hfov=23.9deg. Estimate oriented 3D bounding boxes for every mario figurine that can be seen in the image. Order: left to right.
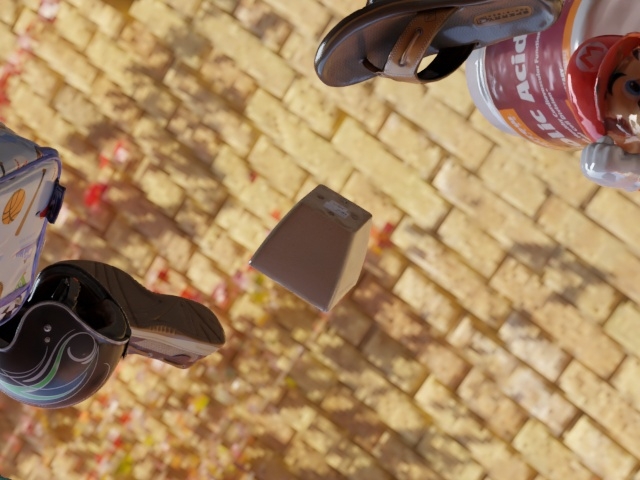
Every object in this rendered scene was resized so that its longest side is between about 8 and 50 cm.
[{"bbox_3d":[0.376,-0.109,1.444,0.320,0.170,0.198,33,-149,22],"label":"mario figurine"}]

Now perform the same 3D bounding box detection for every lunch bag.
[{"bbox_3d":[-0.380,0.017,1.508,0.115,0.243,0.303,27,-155,16],"label":"lunch bag"}]

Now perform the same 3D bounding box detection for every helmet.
[{"bbox_3d":[-0.332,0.125,1.844,0.169,0.161,0.169,43,-163,-16],"label":"helmet"}]

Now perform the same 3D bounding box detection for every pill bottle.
[{"bbox_3d":[0.331,-0.220,1.835,0.224,0.224,0.392,27,175,-15],"label":"pill bottle"}]

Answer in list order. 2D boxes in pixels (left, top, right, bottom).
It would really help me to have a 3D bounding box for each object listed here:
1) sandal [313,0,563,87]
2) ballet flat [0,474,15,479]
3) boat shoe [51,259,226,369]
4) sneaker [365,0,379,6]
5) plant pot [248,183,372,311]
[{"bbox_3d":[0.097,-0.164,1.267,0.090,0.219,0.060,55,-152,-60],"label":"sandal"},{"bbox_3d":[-0.371,0.266,1.508,0.241,0.077,0.091,22,-149,-18],"label":"ballet flat"},{"bbox_3d":[-0.311,0.133,2.389,0.342,0.123,0.123,20,-143,-42],"label":"boat shoe"},{"bbox_3d":[0.087,-0.231,1.553,0.086,0.085,0.237,20,-159,3],"label":"sneaker"},{"bbox_3d":[0.000,0.000,1.735,0.109,0.096,0.109,32,-155,8],"label":"plant pot"}]
